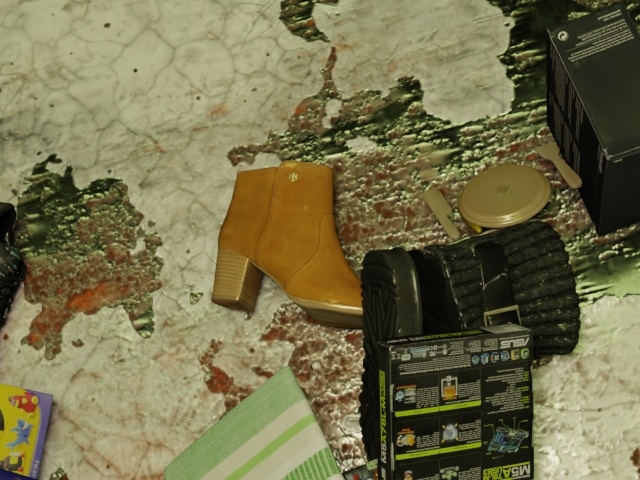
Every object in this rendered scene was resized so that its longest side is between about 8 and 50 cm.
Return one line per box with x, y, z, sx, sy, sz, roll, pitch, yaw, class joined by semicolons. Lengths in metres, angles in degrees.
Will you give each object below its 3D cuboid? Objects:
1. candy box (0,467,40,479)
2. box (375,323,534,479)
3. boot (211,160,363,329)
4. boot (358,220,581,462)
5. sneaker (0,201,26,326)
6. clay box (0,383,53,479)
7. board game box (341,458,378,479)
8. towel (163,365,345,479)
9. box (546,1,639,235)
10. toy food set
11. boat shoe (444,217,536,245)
-0.288;0.398;1.308;0.268;0.317;0.122;36;82;22;candy box
0.156;0.197;1.296;0.190;0.045;0.184;-5;100;-22;box
0.000;0.000;1.508;0.295;0.104;0.211;8;73;18;boot
0.191;0.156;1.400;0.260;0.131;0.348;-6;102;-24;boot
-0.473;0.062;1.584;0.106;0.101;0.267;-13;69;4;sneaker
-0.471;0.242;1.471;0.053;0.222;0.127;-20;58;53;clay box
-0.002;0.364;1.363;0.259;0.030;0.136;-28;67;27;board game box
-0.055;0.355;1.364;0.248;0.038;0.325;-41;58;20;towel
0.359;-0.141;1.400;0.103;0.261;0.184;-18;69;4;box
0.242;-0.055;1.489;0.192;0.038;0.132;-22;37;0;toy food set
0.223;0.006;1.491;0.137;0.049;0.043;-20;89;7;boat shoe
